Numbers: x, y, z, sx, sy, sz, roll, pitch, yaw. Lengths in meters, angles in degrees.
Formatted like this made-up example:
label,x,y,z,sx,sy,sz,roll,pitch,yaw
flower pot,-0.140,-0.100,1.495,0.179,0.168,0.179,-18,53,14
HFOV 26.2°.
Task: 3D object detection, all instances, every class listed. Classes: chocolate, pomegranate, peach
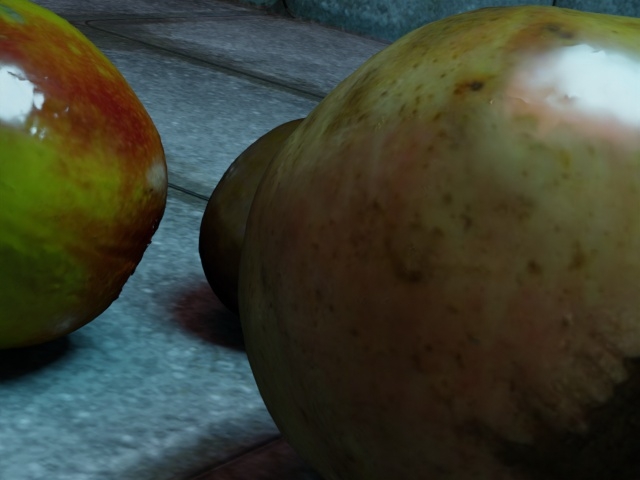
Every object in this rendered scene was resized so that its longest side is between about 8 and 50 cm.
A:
label,x,y,z,sx,sy,sz,roll,pitch,yaw
chocolate,0.000,0.000,0.923,0.176,0.177,0.177,9,17,-3
pomegranate,0.118,0.027,0.662,0.322,0.322,0.322,9,17,-3
peach,-0.208,-0.042,0.806,0.231,0.231,0.231,9,17,-3
